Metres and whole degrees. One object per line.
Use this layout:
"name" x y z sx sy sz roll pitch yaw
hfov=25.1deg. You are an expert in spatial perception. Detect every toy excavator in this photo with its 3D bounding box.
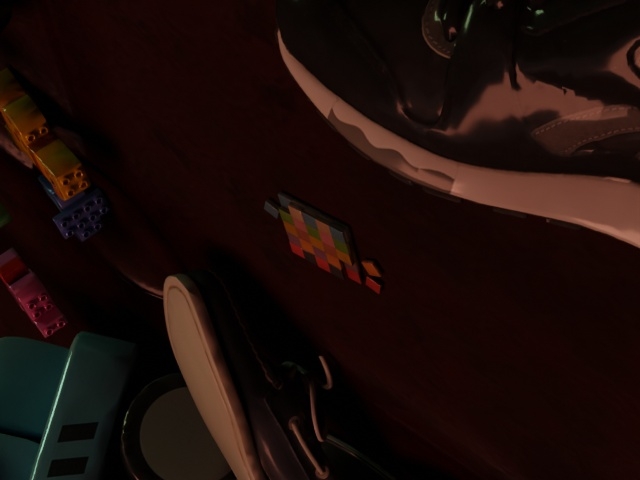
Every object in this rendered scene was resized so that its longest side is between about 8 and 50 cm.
"toy excavator" -0.274 0.147 1.165 0.445 0.433 0.222 13 155 -2

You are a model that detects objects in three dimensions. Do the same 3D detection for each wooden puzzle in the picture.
"wooden puzzle" 0.000 0.000 0.797 0.083 0.006 0.049 28 152 31

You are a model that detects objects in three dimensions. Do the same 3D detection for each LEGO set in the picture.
"LEGO set" -0.190 -0.030 0.940 0.093 0.087 0.227 43 162 42

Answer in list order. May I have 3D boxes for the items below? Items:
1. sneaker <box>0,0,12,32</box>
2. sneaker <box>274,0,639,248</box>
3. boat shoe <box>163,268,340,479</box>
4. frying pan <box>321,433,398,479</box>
"sneaker" -0.260 -0.196 0.793 0.090 0.081 0.232 6 144 50
"sneaker" 0.112 -0.064 0.432 0.283 0.107 0.124 27 137 25
"boat shoe" -0.027 0.126 0.952 0.254 0.079 0.095 67 164 -12
"frying pan" -0.010 0.214 1.135 0.326 0.053 0.197 -1 131 54
